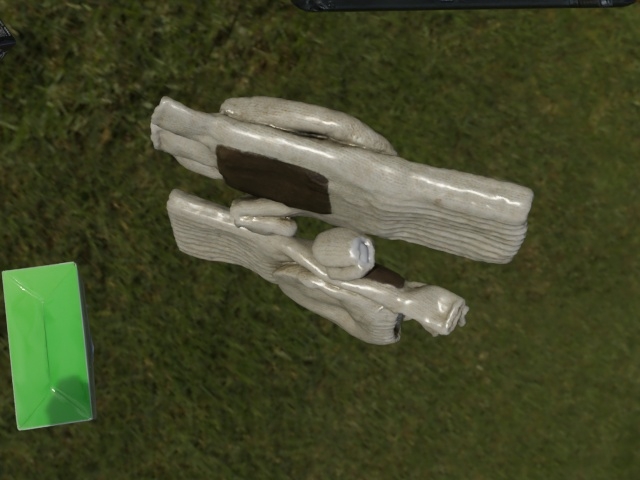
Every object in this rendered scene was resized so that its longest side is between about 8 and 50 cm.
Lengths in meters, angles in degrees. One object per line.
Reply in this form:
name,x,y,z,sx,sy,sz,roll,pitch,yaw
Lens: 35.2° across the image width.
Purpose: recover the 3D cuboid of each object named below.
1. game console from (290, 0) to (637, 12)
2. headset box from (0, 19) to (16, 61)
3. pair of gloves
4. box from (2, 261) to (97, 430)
game console,0.152,-0.398,1.003,0.060,0.387,0.342,19,80,-58
headset box,-0.722,-0.385,1.773,0.110,0.218,0.293,-37,178,33
pair of gloves,0.000,0.000,0.588,0.240,0.204,0.042,107,5,-68
box,-0.455,0.185,1.728,0.127,0.231,0.262,-6,83,-12
